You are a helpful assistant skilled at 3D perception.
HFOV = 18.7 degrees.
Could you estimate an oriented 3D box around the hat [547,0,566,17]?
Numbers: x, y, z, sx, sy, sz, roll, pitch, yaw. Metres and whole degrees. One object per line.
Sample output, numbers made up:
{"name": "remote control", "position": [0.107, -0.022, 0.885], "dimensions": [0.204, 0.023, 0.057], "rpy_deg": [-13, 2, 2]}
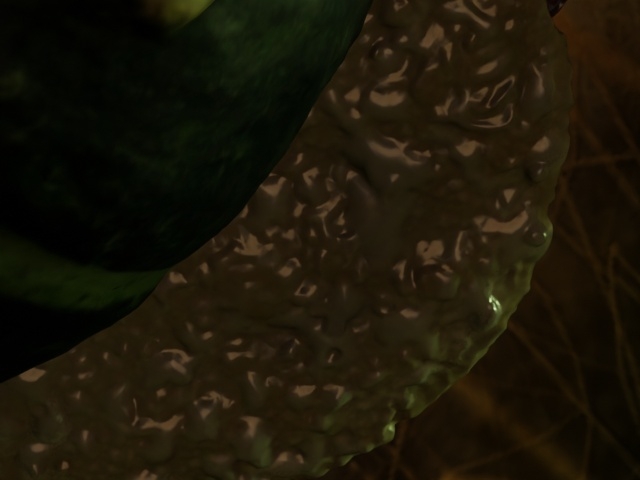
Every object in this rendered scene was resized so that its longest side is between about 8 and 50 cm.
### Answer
{"name": "hat", "position": [0.005, -0.125, 0.605], "dimensions": [0.205, 0.089, 0.205], "rpy_deg": [-4, 119, -7]}

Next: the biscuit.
{"name": "biscuit", "position": [0.000, 0.004, 0.604], "dimensions": [0.133, 0.032, 0.250], "rpy_deg": [33, 108, -22]}

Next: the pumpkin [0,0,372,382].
{"name": "pumpkin", "position": [-0.134, -0.113, 0.468], "dimensions": [0.323, 0.241, 0.323], "rpy_deg": [3, 100, 17]}
